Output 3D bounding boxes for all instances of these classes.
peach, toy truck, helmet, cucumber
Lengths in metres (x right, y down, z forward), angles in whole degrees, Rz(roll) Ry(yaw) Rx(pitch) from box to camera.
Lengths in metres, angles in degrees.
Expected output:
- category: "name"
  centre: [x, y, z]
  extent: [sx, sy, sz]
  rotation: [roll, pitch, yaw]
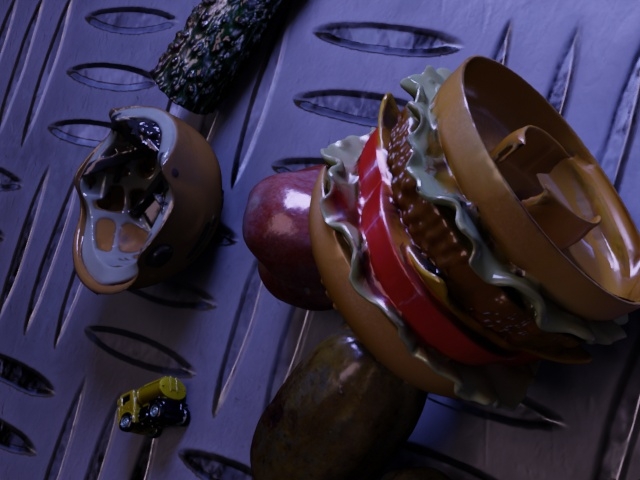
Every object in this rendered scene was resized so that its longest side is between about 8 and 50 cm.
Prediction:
- category: "peach"
  centre: [0.000, 0.000, 1.245]
  extent: [0.152, 0.152, 0.152]
  rotation: [-18, 63, 40]
- category: "toy truck"
  centre: [-0.194, 0.192, 1.427]
  extent: [0.083, 0.049, 0.054]
  rotation: [-26, 57, 35]
- category: "helmet"
  centre: [-0.190, -0.041, 1.453]
  extent: [0.198, 0.130, 0.224]
  rotation: [45, 118, 46]
- category: "cucumber"
  centre: [-0.063, -0.310, 1.452]
  extent: [0.359, 0.096, 0.096]
  rotation: [-52, 46, 17]

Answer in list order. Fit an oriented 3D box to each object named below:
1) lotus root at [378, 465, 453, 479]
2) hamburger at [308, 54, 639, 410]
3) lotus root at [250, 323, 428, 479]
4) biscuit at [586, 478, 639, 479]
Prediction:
- category: "lotus root"
  centre: [0.100, 0.255, 1.077]
  extent: [0.089, 0.080, 0.179]
  rotation: [-47, 33, -4]
- category: "hamburger"
  centre: [0.116, 0.004, 1.028]
  extent: [0.212, 0.274, 0.274]
  rotation: [-37, 52, 27]
- category: "lotus root"
  centre: [0.017, 0.168, 1.151]
  extent: [0.123, 0.124, 0.241]
  rotation: [46, 128, 22]
- category: "biscuit"
  centre: [0.200, 0.250, 0.959]
  extent: [0.183, 0.061, 0.118]
  rotation: [129, 127, -60]
